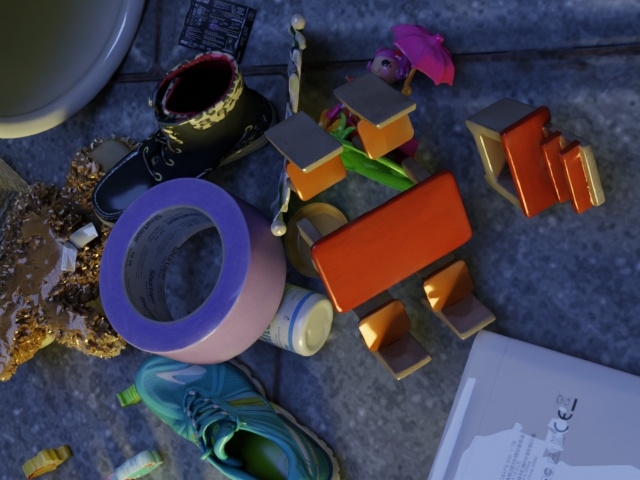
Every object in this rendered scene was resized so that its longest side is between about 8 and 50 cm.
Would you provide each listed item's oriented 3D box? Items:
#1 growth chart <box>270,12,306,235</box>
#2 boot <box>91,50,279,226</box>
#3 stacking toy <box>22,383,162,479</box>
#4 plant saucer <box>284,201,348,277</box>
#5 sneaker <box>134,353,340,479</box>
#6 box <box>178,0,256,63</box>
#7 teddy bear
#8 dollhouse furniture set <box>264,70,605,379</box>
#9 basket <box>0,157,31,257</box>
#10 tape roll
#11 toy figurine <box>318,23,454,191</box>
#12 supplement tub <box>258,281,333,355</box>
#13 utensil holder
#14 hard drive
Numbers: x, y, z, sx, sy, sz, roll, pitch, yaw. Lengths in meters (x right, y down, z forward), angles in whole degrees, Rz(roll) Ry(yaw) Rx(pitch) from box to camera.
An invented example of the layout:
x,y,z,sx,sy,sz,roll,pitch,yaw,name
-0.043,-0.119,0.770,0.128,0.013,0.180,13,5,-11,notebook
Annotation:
x,y,z,sx,sy,sz,roll,pitch,yaw,name
-0.033,-0.125,1.136,0.021,0.172,0.237,6,92,-3,growth chart
-0.165,-0.109,1.152,0.236,0.178,0.085,-31,76,1,boot
-0.243,0.285,1.276,0.221,0.052,0.167,-38,71,20,stacking toy
0.000,0.000,1.183,0.083,0.015,0.083,-2,86,27,plant saucer
-0.100,0.198,1.169,0.275,0.110,0.107,29,93,26,sneaker
-0.122,-0.250,1.259,0.083,0.018,0.067,21,97,27,box
-0.303,0.027,1.304,0.245,0.113,0.338,29,93,19,teddy bear
0.112,-0.026,0.991,0.259,0.262,0.135,-31,33,-9,dollhouse furniture set
-0.459,-0.031,1.378,0.113,0.103,0.167,40,106,24,basket
-0.137,0.034,1.143,0.189,0.080,0.189,-8,72,26,tape roll
0.070,-0.149,1.120,0.173,0.130,0.159,19,82,52,toy figurine
-0.047,0.079,1.172,0.107,0.071,0.071,16,95,28,supplement tub
-0.456,-0.343,1.272,0.385,0.327,0.328,29,100,28,utensil holder
0.275,0.241,0.981,0.353,0.047,0.233,16,81,29,hard drive
